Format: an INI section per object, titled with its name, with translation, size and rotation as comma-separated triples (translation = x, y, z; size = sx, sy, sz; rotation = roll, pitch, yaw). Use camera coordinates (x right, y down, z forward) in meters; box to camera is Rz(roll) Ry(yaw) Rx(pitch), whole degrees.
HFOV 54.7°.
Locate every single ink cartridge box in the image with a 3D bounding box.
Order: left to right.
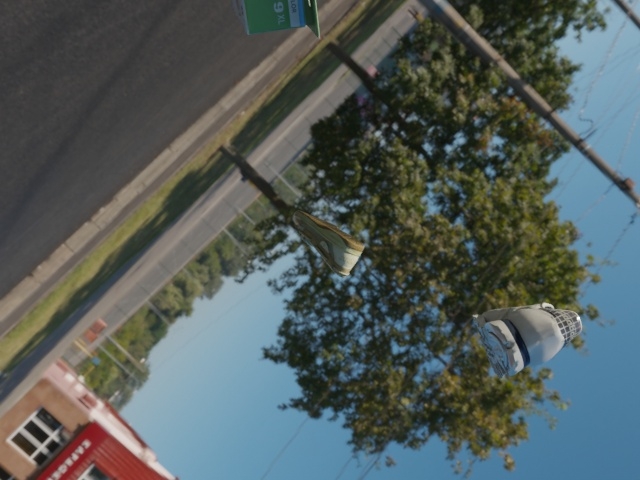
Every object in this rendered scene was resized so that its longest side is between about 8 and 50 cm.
[ink cartridge box]
translation = -0.056, -0.270, 0.607
size = 0.062, 0.109, 0.209
rotation = -11, -148, -8

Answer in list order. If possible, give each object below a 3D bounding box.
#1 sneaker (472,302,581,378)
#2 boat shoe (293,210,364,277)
[sneaker]
translation = 0.260, 0.123, 0.801
size = 0.094, 0.090, 0.235
rotation = -26, 175, 1
[boat shoe]
translation = 0.002, 0.001, 0.806
size = 0.153, 0.056, 0.048
rotation = 33, -79, 54
